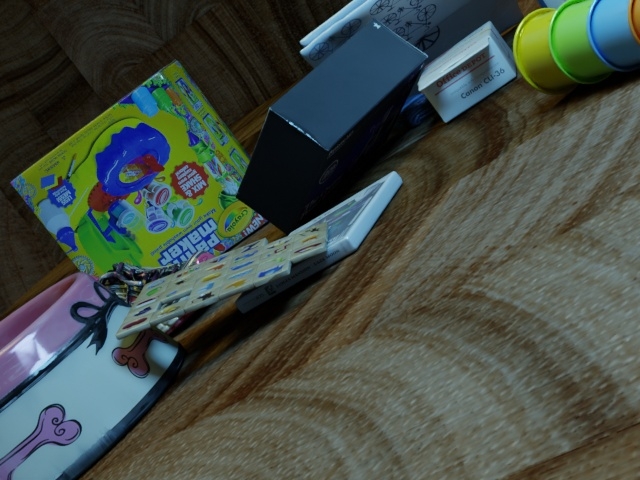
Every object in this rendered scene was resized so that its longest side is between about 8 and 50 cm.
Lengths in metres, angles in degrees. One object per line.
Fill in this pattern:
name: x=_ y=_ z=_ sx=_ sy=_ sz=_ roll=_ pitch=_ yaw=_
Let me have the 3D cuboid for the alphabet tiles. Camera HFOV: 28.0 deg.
alphabet tiles: x=-0.102 y=0.037 z=1.428 sx=0.237 sy=0.009 sz=0.198 roll=-21 pitch=12 yaw=7

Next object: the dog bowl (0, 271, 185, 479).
dog bowl: x=-0.360 y=0.194 z=1.470 sx=0.408 sy=0.150 sz=0.408 roll=-35 pitch=11 yaw=8

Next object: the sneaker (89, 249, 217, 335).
sneaker: x=-0.239 y=0.074 z=1.706 sx=0.299 sy=0.112 sz=0.121 roll=-25 pitch=15 yaw=45

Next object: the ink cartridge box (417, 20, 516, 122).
ink cartridge box: x=0.197 y=-0.223 z=1.714 sx=0.115 sy=0.067 sz=0.198 roll=-34 pitch=9 yaw=17

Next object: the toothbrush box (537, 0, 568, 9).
toothbrush box: x=0.322 y=-0.360 z=1.493 sx=0.126 sy=0.216 sz=0.295 roll=-30 pitch=13 yaw=32

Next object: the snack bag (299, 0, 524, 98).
snack bag: x=0.147 y=-0.306 z=1.905 sx=0.323 sy=0.037 sz=0.342 roll=-37 pitch=-24 yaw=4

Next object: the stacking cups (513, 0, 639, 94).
stacking cups: x=0.303 y=-0.212 z=1.233 sx=0.096 sy=0.096 sz=0.316 roll=-40 pitch=11 yaw=-19

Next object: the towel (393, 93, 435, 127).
towel: x=0.137 y=-0.193 z=1.878 sx=0.067 sy=0.029 sz=0.119 roll=-37 pitch=10 yaw=-8

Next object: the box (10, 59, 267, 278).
box: x=-0.267 y=-0.080 z=2.009 sx=0.290 sy=0.279 sz=0.177 roll=-35 pitch=10 yaw=11

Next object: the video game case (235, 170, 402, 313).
video game case: x=0.000 y=0.000 z=1.497 sx=0.173 sy=0.022 sz=0.190 roll=-31 pitch=12 yaw=30

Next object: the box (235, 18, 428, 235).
box: x=0.016 y=-0.155 z=1.741 sx=0.261 sy=0.103 sz=0.184 roll=-46 pitch=-15 yaw=-40
